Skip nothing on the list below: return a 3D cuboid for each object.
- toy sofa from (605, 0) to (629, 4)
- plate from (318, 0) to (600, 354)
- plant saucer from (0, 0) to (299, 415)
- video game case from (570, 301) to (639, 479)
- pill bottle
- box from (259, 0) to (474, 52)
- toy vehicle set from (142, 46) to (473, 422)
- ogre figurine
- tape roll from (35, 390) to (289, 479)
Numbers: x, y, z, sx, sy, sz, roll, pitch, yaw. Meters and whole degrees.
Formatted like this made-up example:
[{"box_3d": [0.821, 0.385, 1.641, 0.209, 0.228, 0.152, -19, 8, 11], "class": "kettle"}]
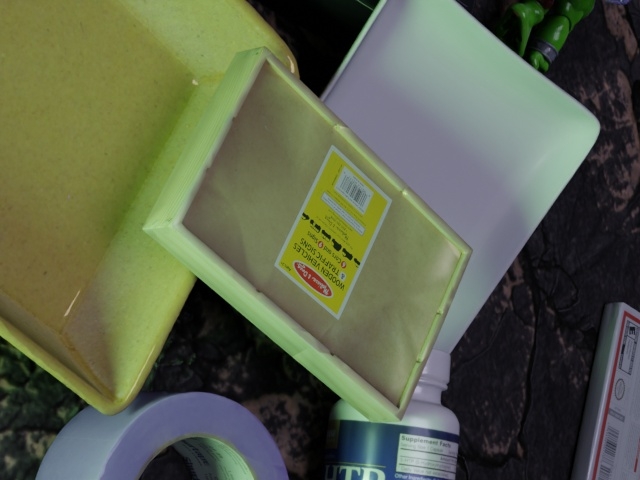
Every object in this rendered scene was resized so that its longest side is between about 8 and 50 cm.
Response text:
[{"box_3d": [0.287, -0.396, 1.449, 0.363, 0.177, 0.150, 65, 20, 12], "class": "toy sofa"}, {"box_3d": [0.076, -0.052, 1.292, 0.278, 0.045, 0.277, 32, 94, -37], "class": "plate"}, {"box_3d": [-0.200, -0.098, 1.071, 0.333, 0.081, 0.333, 44, 58, -33], "class": "plant saucer"}, {"box_3d": [0.374, 0.210, 1.625, 0.285, 0.025, 0.204, 29, 67, -37], "class": "video game case"}, {"box_3d": [0.058, 0.183, 1.271, 0.112, 0.112, 0.187, 16, 75, -41], "class": "pill bottle"}, {"box_3d": [0.019, -0.276, 1.280, 0.261, 0.103, 0.184, 26, 73, -39], "class": "box"}, {"box_3d": [0.000, 0.000, 1.170, 0.267, 0.035, 0.166, 43, 60, -31], "class": "toy vehicle set"}, {"box_3d": [0.207, -0.257, 1.461, 0.118, 0.097, 0.197, -34, 99, -27], "class": "ogre figurine"}, {"box_3d": [-0.116, 0.206, 1.129, 0.189, 0.080, 0.189, 4, 85, -42], "class": "tape roll"}]
